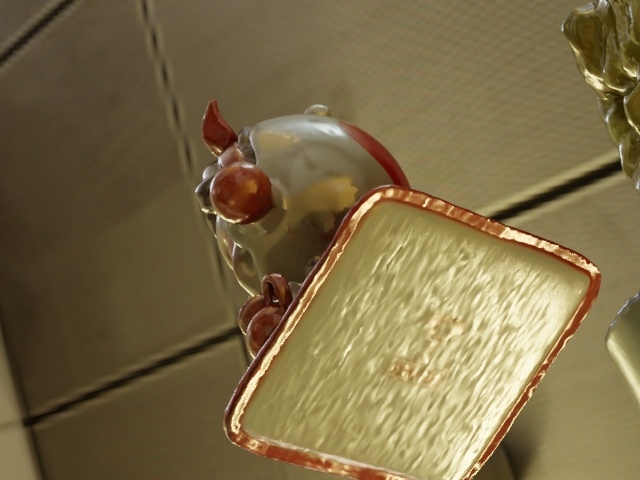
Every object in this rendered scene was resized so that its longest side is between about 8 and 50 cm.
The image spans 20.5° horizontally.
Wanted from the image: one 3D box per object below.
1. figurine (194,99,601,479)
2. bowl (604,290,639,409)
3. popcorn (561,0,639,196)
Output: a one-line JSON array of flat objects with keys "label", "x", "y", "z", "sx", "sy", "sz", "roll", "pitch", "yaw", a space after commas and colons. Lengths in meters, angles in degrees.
[{"label": "figurine", "x": 0.000, "y": 0.000, "z": 0.979, "sx": 0.160, "sy": 0.183, "sz": 0.226, "roll": -57, "pitch": -138, "yaw": 14}, {"label": "bowl", "x": 0.409, "y": 0.105, "z": 1.329, "sx": 0.354, "sy": 0.354, "sz": 0.185, "roll": -44, "pitch": -126, "yaw": 50}, {"label": "popcorn", "x": 0.288, "y": -0.149, "z": 1.024, "sx": 0.312, "sy": 0.312, "sz": 0.312, "roll": 20, "pitch": -65, "yaw": 50}]
